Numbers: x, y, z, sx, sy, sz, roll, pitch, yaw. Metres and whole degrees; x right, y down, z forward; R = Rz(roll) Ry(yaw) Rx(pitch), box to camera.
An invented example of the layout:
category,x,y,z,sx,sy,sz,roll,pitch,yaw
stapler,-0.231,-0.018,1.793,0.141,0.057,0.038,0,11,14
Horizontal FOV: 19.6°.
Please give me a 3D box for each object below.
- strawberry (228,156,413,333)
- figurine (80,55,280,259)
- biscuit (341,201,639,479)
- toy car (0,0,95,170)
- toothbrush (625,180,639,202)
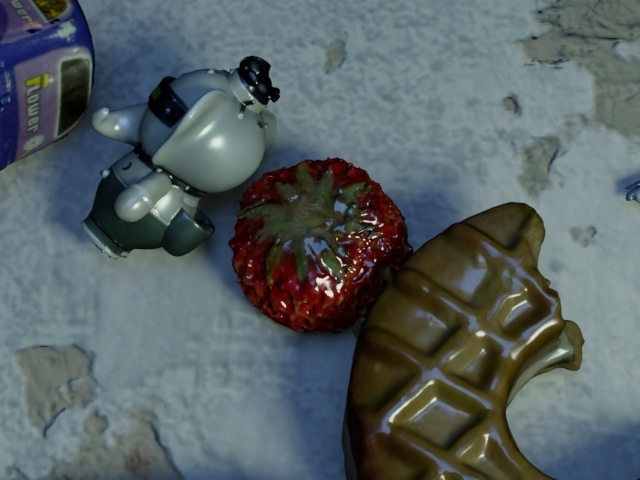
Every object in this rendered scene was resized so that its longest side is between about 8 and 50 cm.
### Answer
category,x,y,z,sx,sy,sz,roll,pitch,yaw
strawberry,0.000,0.000,1.420,0.145,0.086,0.145,-3,58,5
figurine,-0.107,-0.069,1.436,0.192,0.147,0.126,-43,77,10
biscuit,0.161,0.158,1.318,0.366,0.115,0.268,39,73,21
toy car,-0.284,-0.171,1.490,0.158,0.172,0.235,-23,62,-25
toothbrush,0.438,-0.085,1.454,0.413,0.042,0.035,-15,65,0
